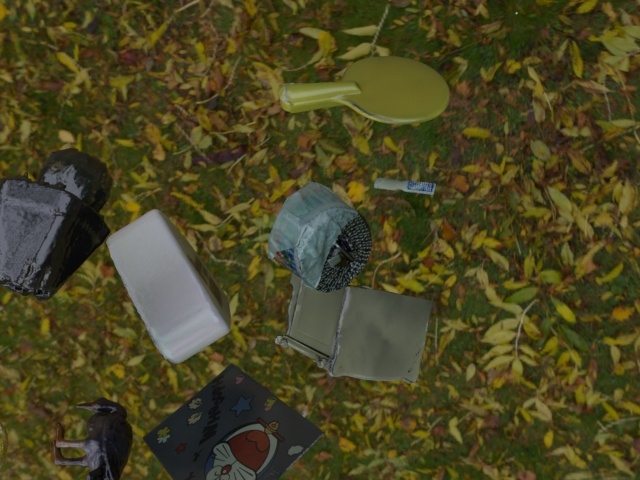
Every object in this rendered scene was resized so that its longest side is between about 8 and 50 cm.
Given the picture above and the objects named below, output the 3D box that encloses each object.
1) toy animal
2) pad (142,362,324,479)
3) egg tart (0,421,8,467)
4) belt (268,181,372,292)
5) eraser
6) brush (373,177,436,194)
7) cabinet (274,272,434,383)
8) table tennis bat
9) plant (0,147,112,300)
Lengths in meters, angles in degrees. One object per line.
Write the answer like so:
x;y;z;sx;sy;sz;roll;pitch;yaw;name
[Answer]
-0.535;0.488;1.426;0.298;0.185;0.122;38;117;51;toy animal
-0.125;0.257;0.784;0.245;0.170;0.006;18;141;53;pad
-0.820;0.484;1.377;0.191;0.191;0.074;40;114;0;egg tart
0.000;0.000;1.349;0.150;0.257;0.207;34;85;36;belt
-0.306;0.130;1.319;0.149;0.331;0.331;-30;99;-3;eraser
0.229;-0.152;1.653;0.178;0.030;0.033;9;87;24;brush
0.081;0.230;1.638;0.318;0.289;0.228;8;87;59;cabinet
0.093;-0.307;1.242;0.368;0.224;0.054;-8;141;-13;table tennis bat
-0.443;-0.033;0.985;0.141;0.256;0.164;16;157;11;plant
